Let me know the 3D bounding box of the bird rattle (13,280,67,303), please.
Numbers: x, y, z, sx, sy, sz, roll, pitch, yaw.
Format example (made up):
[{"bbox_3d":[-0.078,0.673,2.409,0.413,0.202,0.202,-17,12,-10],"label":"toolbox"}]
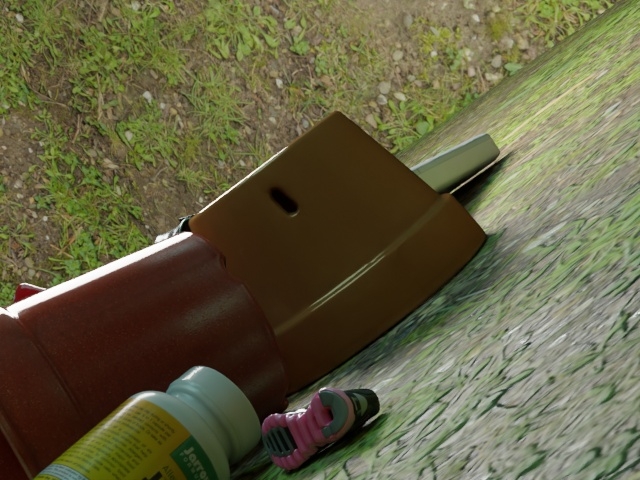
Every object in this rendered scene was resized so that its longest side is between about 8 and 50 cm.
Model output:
[{"bbox_3d":[-0.229,0.157,1.691,0.206,0.254,0.143,-7,16,-13],"label":"bird rattle"}]

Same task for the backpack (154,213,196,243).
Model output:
[{"bbox_3d":[-0.127,0.079,1.977,0.165,0.188,0.144,7,-27,-34],"label":"backpack"}]

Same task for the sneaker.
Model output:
[{"bbox_3d":[0.002,0.143,1.246,0.057,0.047,0.119,-14,-11,-43],"label":"sneaker"}]

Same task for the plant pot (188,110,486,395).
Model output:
[{"bbox_3d":[0.000,0.000,1.689,0.291,0.203,0.291,-36,4,3],"label":"plant pot"}]

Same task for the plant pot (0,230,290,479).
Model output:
[{"bbox_3d":[-0.190,0.136,1.503,0.265,0.272,0.272,-30,1,-21],"label":"plant pot"}]

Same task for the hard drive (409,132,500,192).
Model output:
[{"bbox_3d":[0.094,-0.043,2.148,0.233,0.047,0.353,-36,-4,25],"label":"hard drive"}]

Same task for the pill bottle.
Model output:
[{"bbox_3d":[-0.149,0.198,1.316,0.208,0.118,0.117,-40,5,-33],"label":"pill bottle"}]
